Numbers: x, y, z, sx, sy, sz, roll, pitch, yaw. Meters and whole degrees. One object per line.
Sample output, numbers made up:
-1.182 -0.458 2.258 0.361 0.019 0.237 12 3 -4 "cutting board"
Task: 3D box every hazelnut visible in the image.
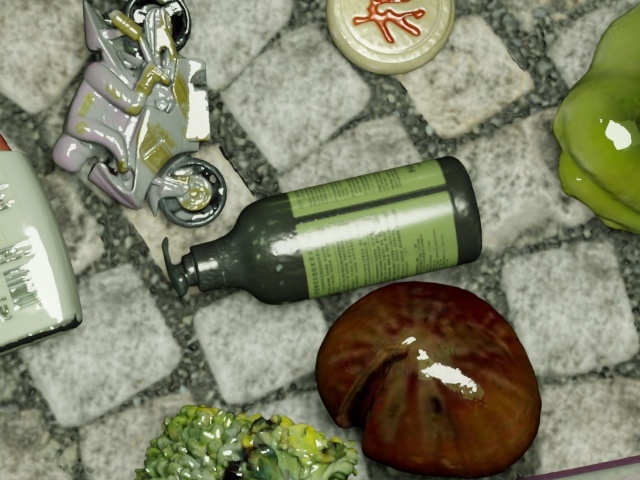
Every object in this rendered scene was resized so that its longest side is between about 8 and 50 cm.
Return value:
0.100 0.121 1.369 0.204 0.178 0.178 41 83 21 "hazelnut"

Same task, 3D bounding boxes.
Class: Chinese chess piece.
0.066 -0.216 1.457 0.122 0.051 0.122 0 86 -5 "Chinese chess piece"

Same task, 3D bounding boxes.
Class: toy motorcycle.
-0.174 -0.113 1.419 0.152 0.073 0.225 -12 94 -12 "toy motorcycle"

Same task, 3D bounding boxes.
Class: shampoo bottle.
0.000 0.000 1.410 0.283 0.101 0.101 -13 86 -5 "shampoo bottle"
-0.322 -0.032 1.407 0.153 0.071 0.284 -17 85 -3 "shampoo bottle"

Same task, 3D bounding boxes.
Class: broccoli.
-0.079 0.249 1.384 0.180 0.273 0.242 31 94 43 "broccoli"

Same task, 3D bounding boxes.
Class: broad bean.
0.353 -0.119 1.436 0.291 0.119 0.238 -13 86 -6 "broad bean"

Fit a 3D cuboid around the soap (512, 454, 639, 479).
0.315 0.285 1.420 0.259 0.081 0.181 -11 85 -4 "soap"
